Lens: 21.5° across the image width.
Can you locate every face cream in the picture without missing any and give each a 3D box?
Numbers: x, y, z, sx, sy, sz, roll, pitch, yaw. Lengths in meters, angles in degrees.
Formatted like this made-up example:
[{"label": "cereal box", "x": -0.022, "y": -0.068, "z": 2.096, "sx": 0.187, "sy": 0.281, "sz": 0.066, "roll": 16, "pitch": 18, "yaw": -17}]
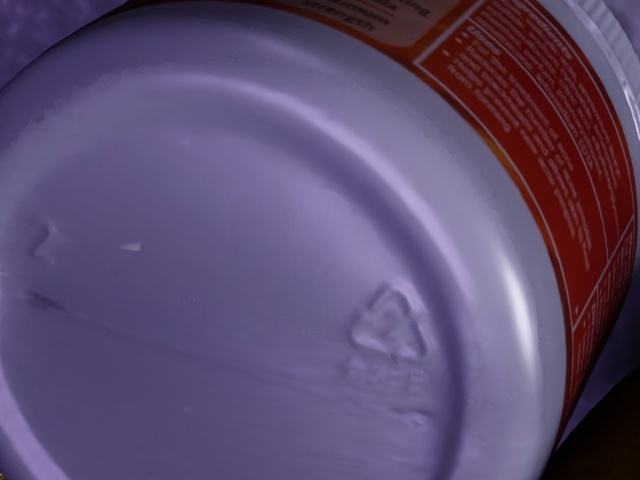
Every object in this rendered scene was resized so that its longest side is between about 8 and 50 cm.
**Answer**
[{"label": "face cream", "x": 0.000, "y": 0.000, "z": 0.563, "sx": 0.201, "sy": 0.187, "sz": 0.201, "roll": 9, "pitch": 116, "yaw": 19}]

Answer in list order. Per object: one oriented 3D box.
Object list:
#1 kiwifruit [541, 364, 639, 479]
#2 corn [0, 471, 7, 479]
[{"label": "kiwifruit", "x": 0.152, "y": 0.122, "z": 0.529, "sx": 0.196, "sy": 0.234, "sz": 0.196, "roll": 5, "pitch": 105, "yaw": 19}, {"label": "corn", "x": -0.170, "y": 0.124, "z": 0.746, "sx": 0.091, "sy": 0.091, "sz": 0.260, "roll": -14, "pitch": 112, "yaw": -16}]
